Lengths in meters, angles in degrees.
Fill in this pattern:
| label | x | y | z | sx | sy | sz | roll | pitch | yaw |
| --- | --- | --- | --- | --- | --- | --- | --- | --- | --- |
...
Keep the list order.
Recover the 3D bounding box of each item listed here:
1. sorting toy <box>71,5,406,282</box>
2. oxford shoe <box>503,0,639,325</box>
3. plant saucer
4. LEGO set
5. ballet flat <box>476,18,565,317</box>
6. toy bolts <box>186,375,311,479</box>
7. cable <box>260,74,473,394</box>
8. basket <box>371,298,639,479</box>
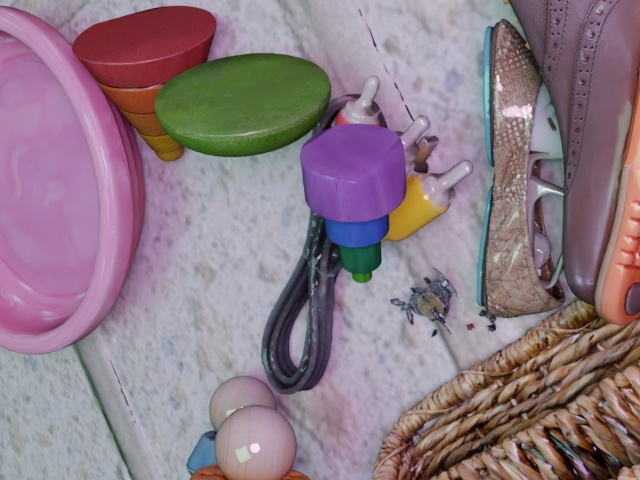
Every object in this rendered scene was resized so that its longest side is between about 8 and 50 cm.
| label | x | y | z | sx | sy | sz | roll | pitch | yaw |
| --- | --- | --- | --- | --- | --- | --- | --- | --- | --- |
| sorting toy | -0.066 | -0.072 | 0.677 | 0.365 | 0.127 | 0.126 | 35 | 143 | 42 |
| oxford shoe | 0.170 | -0.134 | 0.523 | 0.133 | 0.130 | 0.363 | 7 | 92 | 37 |
| plant saucer | -0.286 | -0.058 | 0.853 | 0.332 | 0.084 | 0.332 | 11 | 108 | 35 |
| LEGO set | 0.097 | 0.049 | 0.669 | 0.083 | 0.023 | 0.054 | 23 | 114 | 14 |
| ballet flat | 0.144 | -0.045 | 0.592 | 0.067 | 0.073 | 0.206 | 5 | 111 | 23 |
| toy bolts | -0.024 | 0.201 | 0.717 | 0.228 | 0.218 | 0.158 | -174 | 90 | -66 |
| cable | 0.000 | 0.000 | 0.689 | 0.139 | 0.072 | 0.287 | 48 | 122 | 22 |
| basket | 0.152 | 0.174 | 0.538 | 0.299 | 0.213 | 0.223 | -39 | 79 | 33 |
